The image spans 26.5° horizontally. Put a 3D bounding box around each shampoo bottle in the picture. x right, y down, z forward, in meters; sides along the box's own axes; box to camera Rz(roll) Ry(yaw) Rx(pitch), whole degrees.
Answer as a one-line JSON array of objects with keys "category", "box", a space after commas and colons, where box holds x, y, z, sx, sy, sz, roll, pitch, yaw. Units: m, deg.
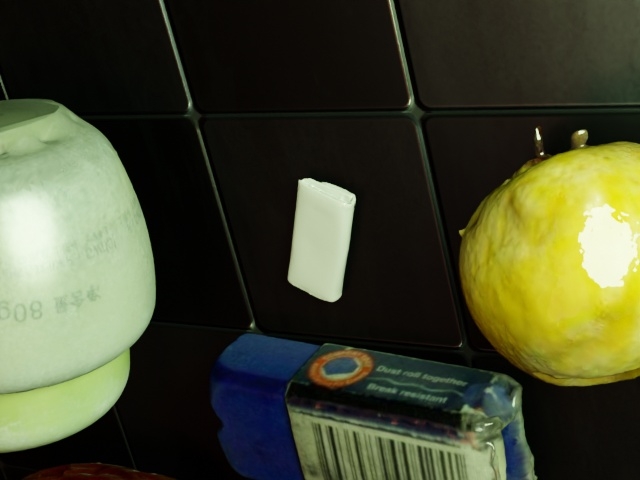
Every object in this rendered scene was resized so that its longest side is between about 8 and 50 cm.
[{"category": "shampoo bottle", "box": [-0.327, 0.027, 1.360, 0.322, 0.322, 0.317, 15, 119, 26]}]

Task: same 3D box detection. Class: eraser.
[{"category": "eraser", "box": [0.051, 0.193, 1.359, 0.332, 0.101, 0.155, 8, 124, 32]}]

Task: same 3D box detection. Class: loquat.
[{"category": "loquat", "box": [0.213, 0.013, 1.079, 0.213, 0.213, 0.213, 17, 126, 25]}]

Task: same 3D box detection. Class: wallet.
[{"category": "wallet", "box": [0.000, 0.000, 1.320, 0.061, 0.025, 0.122, 22, 129, 19]}]

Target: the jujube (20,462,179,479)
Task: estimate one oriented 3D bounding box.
[{"category": "jujube", "box": [-0.263, 0.373, 1.622, 0.318, 0.223, 0.223, -12, 111, 35]}]
